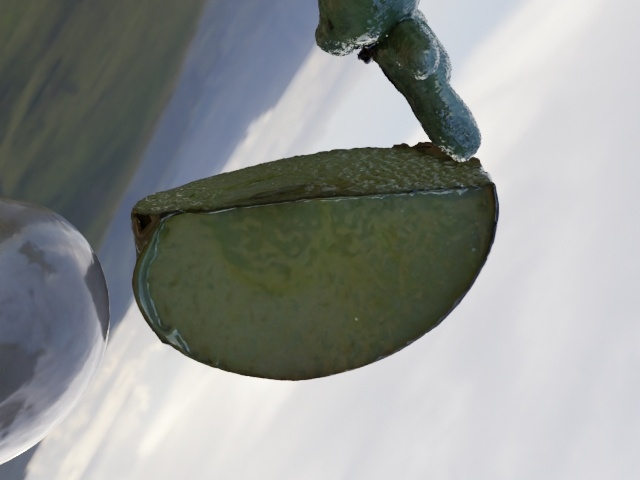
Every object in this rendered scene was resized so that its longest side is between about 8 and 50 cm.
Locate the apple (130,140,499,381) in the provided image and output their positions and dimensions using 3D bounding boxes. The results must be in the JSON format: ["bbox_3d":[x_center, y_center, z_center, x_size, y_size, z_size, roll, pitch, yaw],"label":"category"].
[{"bbox_3d":[0.000,0.000,1.187,0.179,0.346,0.254,56,31,-60],"label":"apple"}]

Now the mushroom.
[{"bbox_3d":[-0.239,0.042,0.816,0.204,0.204,0.204,-56,-169,16],"label":"mushroom"}]

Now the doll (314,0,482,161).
[{"bbox_3d":[0.045,-0.112,0.782,0.077,0.150,0.115,-29,-165,12],"label":"doll"}]
